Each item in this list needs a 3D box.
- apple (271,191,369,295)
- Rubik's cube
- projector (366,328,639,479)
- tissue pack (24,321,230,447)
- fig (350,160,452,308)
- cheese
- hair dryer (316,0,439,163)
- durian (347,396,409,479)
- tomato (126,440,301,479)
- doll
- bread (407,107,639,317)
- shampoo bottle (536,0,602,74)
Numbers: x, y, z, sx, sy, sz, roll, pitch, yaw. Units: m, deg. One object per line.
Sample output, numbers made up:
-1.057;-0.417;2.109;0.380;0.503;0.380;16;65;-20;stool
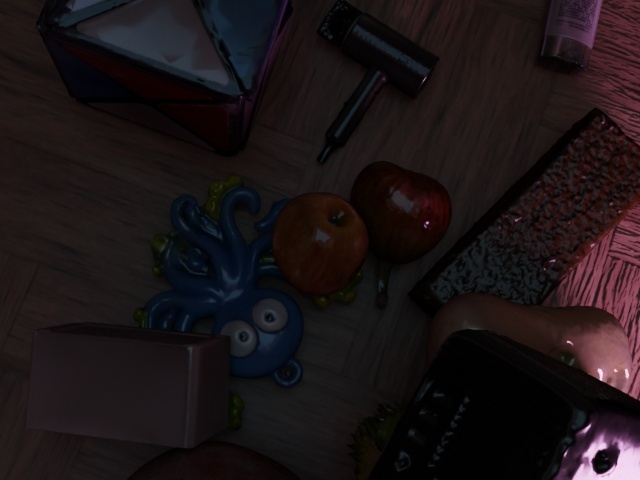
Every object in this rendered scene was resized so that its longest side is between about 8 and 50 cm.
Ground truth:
0.000;0.000;1.425;0.146;0.131;0.146;12;52;-16;apple
-0.202;-0.340;1.450;0.307;0.305;0.310;18;77;-1;Rubik's cube
0.253;0.348;1.180;0.242;0.405;0.395;32;95;46;projector
-0.262;0.194;1.365;0.246;0.159;0.136;5;92;14;tissue pack
0.125;-0.030;1.502;0.149;0.202;0.148;-17;43;-11;fig
0.309;0.167;1.390;0.328;0.351;0.129;-32;38;-18;cheese
0.045;-0.241;1.571;0.196;0.078;0.248;33;83;5;hair dryer
0.130;0.396;1.379;0.158;0.169;0.351;-8;87;-3;durian
-0.141;0.430;1.314;0.317;0.282;0.316;-2;79;9;tomato
-0.122;0.073;1.473;0.346;0.099;0.341;-35;84;-13;doll
0.335;-0.009;1.515;0.416;0.113;0.165;-44;83;-10;bread
0.423;-0.391;1.629;0.086;0.056;0.227;15;77;-3;shampoo bottle
